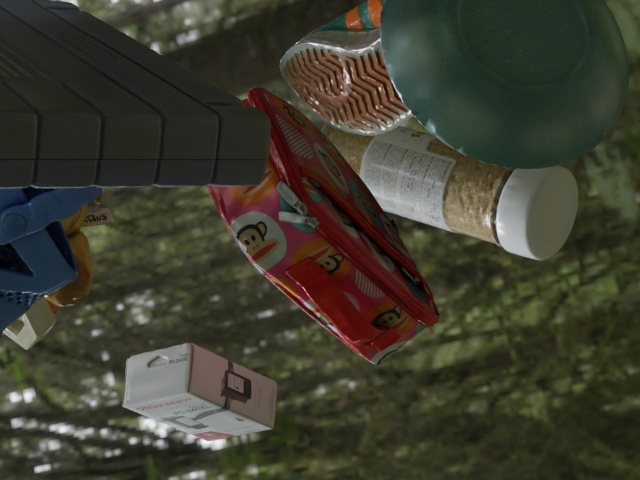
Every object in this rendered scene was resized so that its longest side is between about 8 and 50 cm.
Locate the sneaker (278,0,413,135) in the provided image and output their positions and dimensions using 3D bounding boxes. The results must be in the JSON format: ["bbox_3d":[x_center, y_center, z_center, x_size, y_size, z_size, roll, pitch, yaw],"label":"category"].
[{"bbox_3d":[0.082,-0.174,1.206,0.121,0.302,0.108,-46,-70,-27],"label":"sneaker"}]

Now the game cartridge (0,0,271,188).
[{"bbox_3d":[-0.213,-0.105,0.922,0.355,0.230,0.068,35,125,54],"label":"game cartridge"}]

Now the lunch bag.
[{"bbox_3d":[0.000,0.000,1.465,0.293,0.120,0.258,42,-163,-44],"label":"lunch bag"}]

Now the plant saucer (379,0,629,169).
[{"bbox_3d":[0.141,-0.146,1.005,0.037,0.195,0.195,125,140,-65],"label":"plant saucer"}]

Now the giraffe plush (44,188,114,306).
[{"bbox_3d":[-0.273,-0.047,1.394,0.181,0.170,0.210,46,-132,13],"label":"giraffe plush"}]

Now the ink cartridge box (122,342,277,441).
[{"bbox_3d":[-0.140,0.179,1.622,0.150,0.109,0.063,30,-126,-44],"label":"ink cartridge box"}]

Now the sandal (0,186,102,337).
[{"bbox_3d":[-0.277,0.019,1.225,0.126,0.138,0.317,-104,30,-60],"label":"sandal"}]

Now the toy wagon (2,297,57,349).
[{"bbox_3d":[-0.514,0.006,2.022,0.068,0.267,0.344,-39,-90,-25],"label":"toy wagon"}]

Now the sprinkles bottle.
[{"bbox_3d":[0.155,-0.076,1.817,0.121,0.355,0.121,-25,-57,-44],"label":"sprinkles bottle"}]
